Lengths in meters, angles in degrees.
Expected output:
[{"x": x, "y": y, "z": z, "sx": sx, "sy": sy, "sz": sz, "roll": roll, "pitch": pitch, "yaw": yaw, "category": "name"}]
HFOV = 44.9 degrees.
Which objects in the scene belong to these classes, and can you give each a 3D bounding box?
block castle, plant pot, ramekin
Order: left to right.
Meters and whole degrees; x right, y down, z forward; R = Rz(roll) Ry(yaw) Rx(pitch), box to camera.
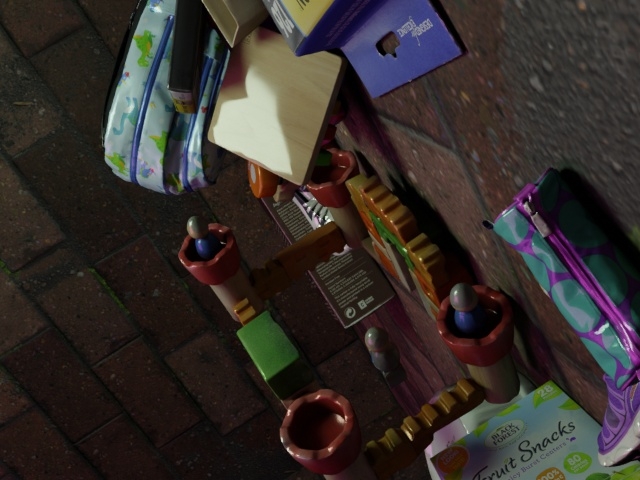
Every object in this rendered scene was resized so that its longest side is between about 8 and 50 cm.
[{"x": -0.087, "y": -0.304, "z": 0.891, "sx": 0.109, "sy": 0.096, "sz": 0.109, "roll": 58, "pitch": 172, "yaw": -6, "category": "plant pot"}, {"x": 0.023, "y": 0.073, "z": 1.009, "sx": 0.453, "sy": 0.303, "sz": 0.212, "roll": 50, "pitch": 170, "yaw": 48, "category": "block castle"}, {"x": 0.220, "y": 0.279, "z": 1.035, "sx": 0.207, "sy": 0.109, "sz": 0.207, "roll": 173, "pitch": 90, "yaw": -73, "category": "ramekin"}]

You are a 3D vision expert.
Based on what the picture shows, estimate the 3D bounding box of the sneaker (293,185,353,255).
[{"x": -0.001, "y": -0.074, "z": 1.491, "sx": 0.153, "sy": 0.094, "sz": 0.235, "roll": 50, "pitch": -171, "yaw": -29, "category": "sneaker"}]

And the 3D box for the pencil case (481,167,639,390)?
[{"x": 0.183, "y": 0.026, "z": 0.534, "sx": 0.151, "sy": 0.064, "sz": 0.070, "roll": 55, "pitch": -161, "yaw": 19, "category": "pencil case"}]

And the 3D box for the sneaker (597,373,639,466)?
[{"x": 0.254, "y": 0.129, "z": 0.614, "sx": 0.169, "sy": 0.068, "sz": 0.071, "roll": 82, "pitch": 172, "yaw": -57, "category": "sneaker"}]

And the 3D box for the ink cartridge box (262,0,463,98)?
[{"x": -0.020, "y": -0.263, "z": 0.701, "sx": 0.307, "sy": 0.072, "sz": 0.303, "roll": 60, "pitch": 174, "yaw": -7, "category": "ink cartridge box"}]

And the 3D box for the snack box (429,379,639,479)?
[{"x": 0.243, "y": 0.269, "z": 0.826, "sx": 0.070, "sy": 0.175, "sz": 0.207, "roll": 62, "pitch": 173, "yaw": -30, "category": "snack box"}]

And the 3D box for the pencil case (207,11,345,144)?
[{"x": -0.060, "y": -0.237, "z": 1.072, "sx": 0.236, "sy": 0.104, "sz": 0.104, "roll": 58, "pitch": 175, "yaw": 2, "category": "pencil case"}]

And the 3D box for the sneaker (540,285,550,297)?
[{"x": 0.206, "y": 0.037, "z": 0.615, "sx": 0.083, "sy": 0.032, "sz": 0.036, "roll": 43, "pitch": 152, "yaw": 51, "category": "sneaker"}]

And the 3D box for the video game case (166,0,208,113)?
[{"x": -0.172, "y": -0.322, "z": 1.059, "sx": 0.248, "sy": 0.035, "sz": 0.274, "roll": -159, "pitch": 75, "yaw": -82, "category": "video game case"}]

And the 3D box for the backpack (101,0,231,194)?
[{"x": -0.243, "y": -0.256, "z": 1.317, "sx": 0.273, "sy": 0.355, "sz": 0.290, "roll": 32, "pitch": 176, "yaw": -6, "category": "backpack"}]

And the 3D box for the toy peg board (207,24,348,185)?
[{"x": -0.041, "y": -0.174, "z": 0.981, "sx": 0.161, "sy": 0.160, "sz": 0.079, "roll": 28, "pitch": -160, "yaw": 27, "category": "toy peg board"}]

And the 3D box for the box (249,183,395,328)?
[{"x": 0.000, "y": 0.000, "z": 1.716, "sx": 0.381, "sy": 0.143, "sz": 0.191, "roll": 55, "pitch": 176, "yaw": 2, "category": "box"}]

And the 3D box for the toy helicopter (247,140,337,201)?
[{"x": -0.089, "y": -0.181, "z": 1.391, "sx": 0.355, "sy": 0.140, "sz": 0.234, "roll": 159, "pitch": 101, "yaw": -73, "category": "toy helicopter"}]
